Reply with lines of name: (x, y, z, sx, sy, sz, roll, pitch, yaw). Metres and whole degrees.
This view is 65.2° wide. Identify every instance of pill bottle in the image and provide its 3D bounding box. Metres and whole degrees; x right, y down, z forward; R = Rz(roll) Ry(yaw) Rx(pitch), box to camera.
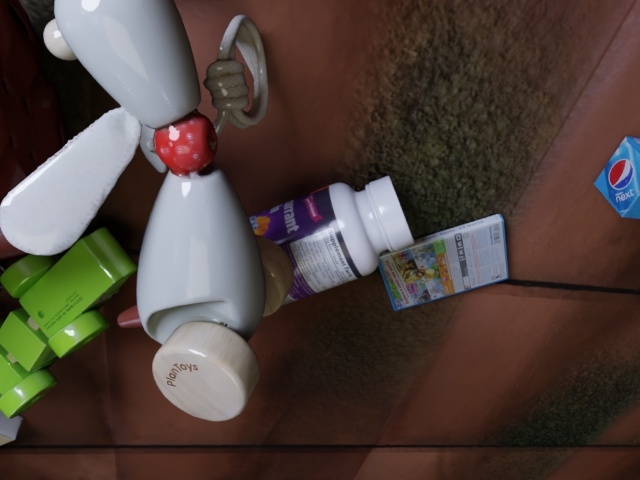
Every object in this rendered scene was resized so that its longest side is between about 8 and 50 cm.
pill bottle: (0.000, 0.000, 0.558, 0.193, 0.108, 0.108, -21, 131, 10)

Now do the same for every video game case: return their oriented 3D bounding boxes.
video game case: (0.167, 0.034, 0.676, 0.166, 0.015, 0.119, -18, 133, 7)

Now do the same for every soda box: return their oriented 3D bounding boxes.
soda box: (0.444, -0.065, 0.591, 0.210, 0.067, 0.071, 5, 131, -12)

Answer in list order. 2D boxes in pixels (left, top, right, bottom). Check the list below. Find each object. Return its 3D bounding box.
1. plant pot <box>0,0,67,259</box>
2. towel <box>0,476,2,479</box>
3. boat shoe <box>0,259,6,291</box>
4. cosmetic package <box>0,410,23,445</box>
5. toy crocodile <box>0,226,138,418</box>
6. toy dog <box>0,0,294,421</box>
plant pot: (-0.346, -0.075, 0.355, 0.265, 0.272, 0.272, -8, 133, -12)
towel: (-0.686, 0.382, 0.773, 0.283, 0.121, 0.235, -9, 143, 22)
boat shoe: (-0.388, 0.046, 0.580, 0.046, 0.038, 0.125, 11, 140, -37)
cosmetic package: (-0.549, 0.308, 0.802, 0.115, 0.041, 0.060, -24, 131, 14)
toy crocodile: (-0.339, 0.107, 0.614, 0.340, 0.105, 0.115, -43, 89, 21)
toy dog: (-0.135, -0.020, 0.406, 0.161, 0.220, 0.334, -4, 101, 16)
